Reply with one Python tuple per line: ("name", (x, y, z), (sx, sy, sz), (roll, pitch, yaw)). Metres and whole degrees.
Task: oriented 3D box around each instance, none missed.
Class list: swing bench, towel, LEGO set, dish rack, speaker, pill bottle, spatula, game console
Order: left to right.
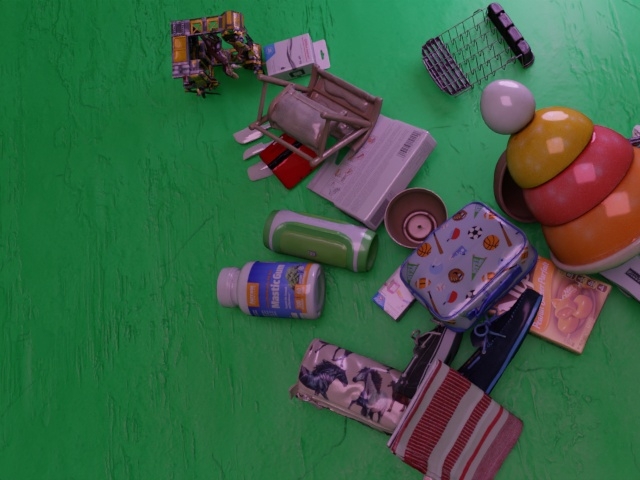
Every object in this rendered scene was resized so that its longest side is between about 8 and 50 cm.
("LEGO set", (-0.289, -0.498, 1.965), (0.255, 0.331, 0.192), (-3, 83, 0))
("pill bottle", (-0.133, 0.131, 1.848), (0.272, 0.152, 0.152), (1, 77, 14))
("spatula", (-0.121, -0.290, 2.021), (0.242, 0.019, 0.168), (-23, 71, 4))
("game console", (-0.084, -0.242, 1.984), (0.144, 0.085, 0.124), (-40, 43, -1))
("swing bench", (-0.013, -0.350, 1.886), (0.253, 0.255, 0.165), (35, 128, 28))
("speaker", (0.000, 0.000, 1.859), (0.297, 0.131, 0.131), (13, 80, 17))
("towel", (0.320, 0.449, 1.584), (0.237, 0.329, 0.037), (-58, 27, -13))
("dish rack", (0.427, -0.521, 1.908), (0.272, 0.074, 0.208), (-30, 70, 8))

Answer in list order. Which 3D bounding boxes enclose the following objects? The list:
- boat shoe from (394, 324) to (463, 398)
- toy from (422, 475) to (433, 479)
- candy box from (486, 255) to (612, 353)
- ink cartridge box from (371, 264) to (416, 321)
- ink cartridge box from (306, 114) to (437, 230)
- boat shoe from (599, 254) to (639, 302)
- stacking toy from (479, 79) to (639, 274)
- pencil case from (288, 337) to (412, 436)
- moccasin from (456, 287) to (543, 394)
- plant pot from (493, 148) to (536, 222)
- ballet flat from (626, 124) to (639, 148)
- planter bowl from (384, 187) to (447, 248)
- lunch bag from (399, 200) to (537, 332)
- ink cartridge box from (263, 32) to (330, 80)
("boat shoe", (0.272, 0.266, 1.682), (0.105, 0.113, 0.306), (16, 50, 23))
("toy", (0.303, 0.637, 1.662), (0.137, 0.056, 0.237), (14, 80, 18))
("candy box", (0.528, 0.135, 1.710), (0.317, 0.087, 0.182), (24, 83, 18))
("ink cartridge box", (0.208, 0.139, 1.811), (0.088, 0.052, 0.122), (40, 88, 20))
("ink cartridge box", (0.138, -0.204, 1.907), (0.261, 0.066, 0.296), (33, 86, 45))
("boat shoe", (0.756, 0.081, 1.661), (0.108, 0.102, 0.301), (-48, 49, 7))
("stacking toy", (0.547, -0.189, 1.561), (0.480, 0.350, 0.350), (44, 90, -12))
("pencil case", (0.133, 0.396, 1.706), (0.411, 0.159, 0.183), (20, 56, 18))
("moccasin", (0.403, 0.251, 1.634), (0.117, 0.138, 0.341), (34, 113, 20))
("plant pot", (0.527, -0.172, 1.749), (0.237, 0.237, 0.110), (-44, 29, 1))
("ballet flat", (0.776, -0.241, 1.739), (0.281, 0.095, 0.096), (-5, 63, 13))
("planter bowl", (0.256, -0.046, 1.813), (0.162, 0.109, 0.162), (-3, 75, 13))
("lunch bag", (0.353, 0.069, 1.656), (0.303, 0.115, 0.243), (-46, 48, 2))
("ink cartridge box", (-0.071, -0.546, 2.045), (0.180, 0.060, 0.104), (-14, 73, 11))
